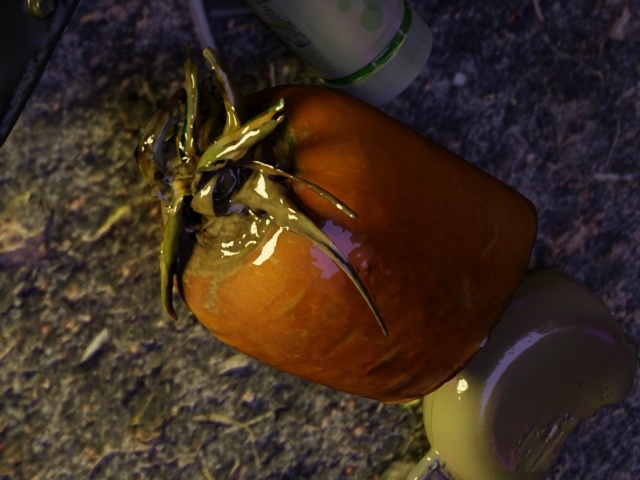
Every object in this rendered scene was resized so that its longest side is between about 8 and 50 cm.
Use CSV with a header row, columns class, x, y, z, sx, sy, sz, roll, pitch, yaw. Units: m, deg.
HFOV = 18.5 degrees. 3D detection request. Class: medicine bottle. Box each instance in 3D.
class,x,y,z,sx,sy,sz,roll,pitch,yaw
medicine bottle,-0.007,-0.178,1.367,0.086,0.086,0.183,-50,126,-6

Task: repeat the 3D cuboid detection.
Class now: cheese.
class,x,y,z,sx,sy,sz,roll,pitch,yaw
cheese,0.132,0.154,1.582,0.286,0.082,0.163,-49,124,-4

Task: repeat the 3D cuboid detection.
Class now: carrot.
class,x,y,z,sx,sy,sz,roll,pitch,yaw
carrot,0.000,0.000,1.366,0.331,0.214,0.193,30,125,-32

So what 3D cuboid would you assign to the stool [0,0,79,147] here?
class,x,y,z,sx,sy,sz,roll,pitch,yaw
stool,-0.268,-0.158,1.180,0.232,0.141,0.232,-11,113,-28
